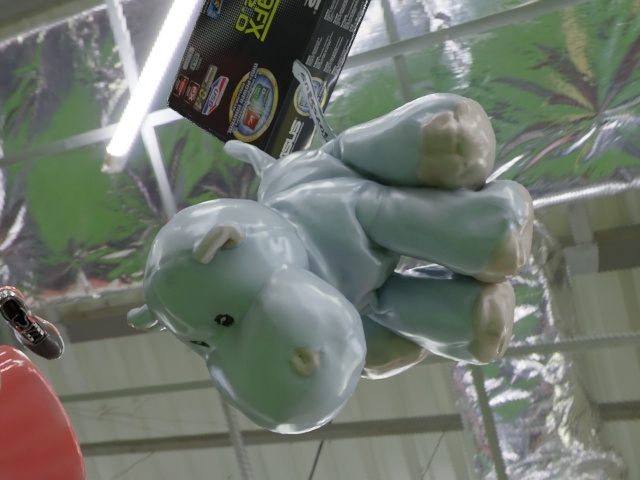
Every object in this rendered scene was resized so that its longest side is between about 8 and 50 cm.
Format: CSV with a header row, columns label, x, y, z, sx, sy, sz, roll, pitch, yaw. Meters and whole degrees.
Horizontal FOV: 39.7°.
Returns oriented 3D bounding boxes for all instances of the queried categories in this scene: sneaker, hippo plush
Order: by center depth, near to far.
label,x,y,z,sx,sy,sz,roll,pitch,yaw
hippo plush,0.000,0.000,0.642,0.294,0.236,0.234,54,-51,8
sneaker,-0.501,0.150,1.516,0.061,0.065,0.158,-42,-70,-8

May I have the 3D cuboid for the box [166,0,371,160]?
label,x,y,z,sx,sy,sz,roll,pitch,yaw
box,-0.055,-0.235,0.985,0.216,0.060,0.270,36,-72,45

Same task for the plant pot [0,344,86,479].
label,x,y,z,sx,sy,sz,roll,pitch,yaw
plant pot,-0.518,0.324,1.291,0.274,0.243,0.275,26,-52,39
